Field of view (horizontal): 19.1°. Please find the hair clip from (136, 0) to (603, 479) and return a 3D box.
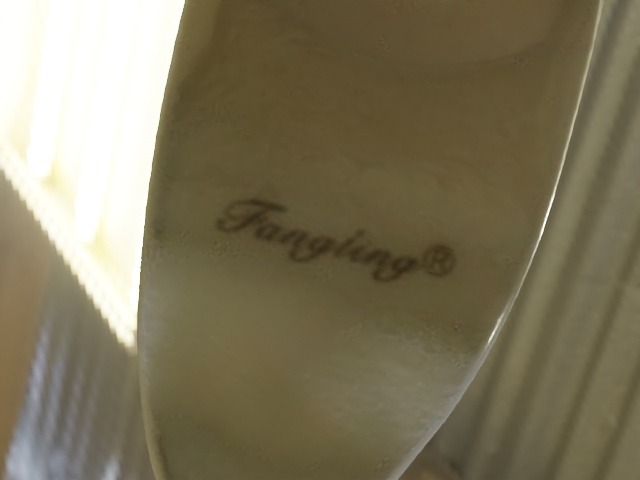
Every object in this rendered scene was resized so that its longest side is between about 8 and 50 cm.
[{"bbox_3d":[0.001,0.002,0.818,0.113,0.173,0.282,-83,-170,-64],"label":"hair clip"}]
